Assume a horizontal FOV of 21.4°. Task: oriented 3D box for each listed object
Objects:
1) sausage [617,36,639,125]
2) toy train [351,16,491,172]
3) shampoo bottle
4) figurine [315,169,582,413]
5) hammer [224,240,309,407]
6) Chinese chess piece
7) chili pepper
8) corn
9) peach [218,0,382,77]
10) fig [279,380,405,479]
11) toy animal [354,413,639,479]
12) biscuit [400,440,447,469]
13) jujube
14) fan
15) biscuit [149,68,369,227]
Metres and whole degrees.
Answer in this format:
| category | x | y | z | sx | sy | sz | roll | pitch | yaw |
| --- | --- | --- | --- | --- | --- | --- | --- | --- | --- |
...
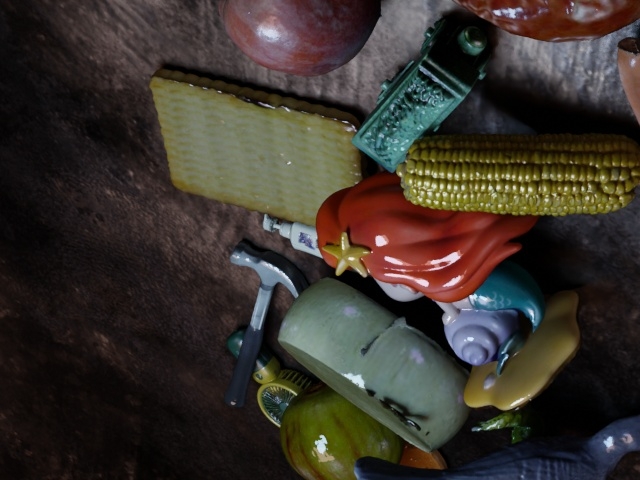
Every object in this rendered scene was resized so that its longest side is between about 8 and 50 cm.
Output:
| category | x | y | z | sx | sy | sz | roll | pitch | yaw |
| --- | --- | --- | --- | --- | --- | --- | --- | --- | --- |
| sausage | 0.300 | -0.108 | 1.507 | 0.040 | 0.047 | 0.177 | -11 | 126 | 24 |
| toy train | 0.095 | -0.135 | 1.589 | 0.070 | 0.099 | 0.172 | 37 | 142 | -5 |
| shampoo bottle | 0.000 | 0.000 | 1.863 | 0.141 | 0.034 | 0.049 | 18 | 145 | 23 |
| figurine | 0.138 | 0.022 | 1.674 | 0.257 | 0.181 | 0.208 | 45 | 160 | -21 |
| hammer | -0.074 | 0.114 | 2.012 | 0.103 | 0.029 | 0.246 | 24 | 130 | 11 |
| Chinese chess piece | 0.064 | 0.135 | 1.842 | 0.237 | 0.092 | 0.238 | 37 | 172 | 6 |
| chili pepper | 0.233 | 0.291 | 1.970 | 0.084 | 0.076 | 0.359 | -7 | 136 | 7 |
| corn | 0.188 | -0.061 | 1.562 | 0.238 | 0.080 | 0.080 | -1 | 137 | 1 |
| peach | -0.014 | -0.225 | 1.560 | 0.152 | 0.152 | 0.152 | 21 | 141 | 18 |
| fig | 0.031 | 0.253 | 2.000 | 0.148 | 0.142 | 0.186 | -26 | 82 | 55 |
| toy animal | 0.216 | 0.266 | 1.839 | 0.367 | 0.081 | 0.206 | -11 | 139 | -6 |
| biscuit | 0.096 | 0.266 | 2.090 | 0.130 | 0.019 | 0.102 | 11 | 137 | 28 |
| jujube | 0.164 | -0.248 | 1.355 | 0.236 | 0.168 | 0.168 | 14 | 139 | 15 |
| fan | -0.056 | 0.168 | 2.084 | 0.082 | 0.039 | 0.155 | -23 | 111 | 48 |
| biscuit | -0.059 | -0.094 | 1.808 | 0.254 | 0.029 | 0.172 | 16 | 139 | 23 |
